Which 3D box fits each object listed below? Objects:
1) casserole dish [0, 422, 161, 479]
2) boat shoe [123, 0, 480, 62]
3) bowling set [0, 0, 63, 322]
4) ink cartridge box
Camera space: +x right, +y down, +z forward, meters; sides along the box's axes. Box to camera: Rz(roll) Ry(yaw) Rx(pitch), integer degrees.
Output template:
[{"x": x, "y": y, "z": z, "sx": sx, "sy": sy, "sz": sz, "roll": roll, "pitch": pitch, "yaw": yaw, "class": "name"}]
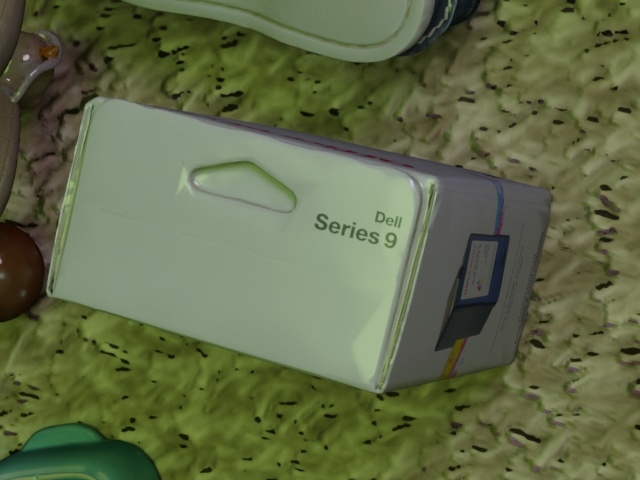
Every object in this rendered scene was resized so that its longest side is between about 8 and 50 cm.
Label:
[{"x": -0.131, "y": 0.190, "z": 0.906, "sx": 0.114, "sy": 0.037, "sz": 0.188, "roll": -10, "pitch": 84, "yaw": 18, "class": "casserole dish"}, {"x": -0.039, "y": -0.157, "z": 0.862, "sx": 0.255, "sy": 0.079, "sz": 0.095, "roll": 20, "pitch": 110, "yaw": 27, "class": "boat shoe"}, {"x": -0.219, "y": -0.061, "z": 0.908, "sx": 0.287, "sy": 0.200, "sz": 0.154, "roll": -12, "pitch": 47, "yaw": 24, "class": "bowling set"}, {"x": 0.000, "y": 0.000, "z": 0.773, "sx": 0.154, "sy": 0.212, "sz": 0.093, "roll": 14, "pitch": 93, "yaw": 19, "class": "ink cartridge box"}]
